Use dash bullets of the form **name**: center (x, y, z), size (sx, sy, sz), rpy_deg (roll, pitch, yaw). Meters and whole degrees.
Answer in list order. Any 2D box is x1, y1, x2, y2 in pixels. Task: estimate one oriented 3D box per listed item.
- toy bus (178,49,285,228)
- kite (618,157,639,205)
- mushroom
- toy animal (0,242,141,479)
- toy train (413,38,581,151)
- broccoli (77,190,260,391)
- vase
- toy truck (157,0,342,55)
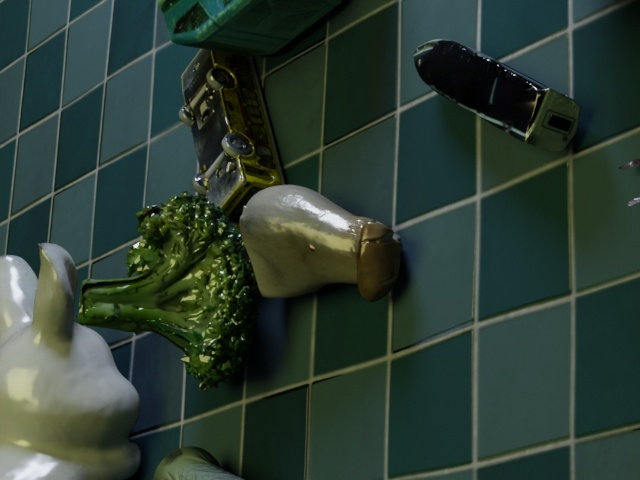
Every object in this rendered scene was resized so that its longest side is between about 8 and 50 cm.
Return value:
- **toy bus**: center (-0.102, -0.118, 2.023), size (0.081, 0.074, 0.226), rpy_deg (-49, 40, 32)
- **kite**: center (0.318, -0.106, 1.443), size (0.229, 0.016, 0.127), rpy_deg (-45, 40, 33)
- **mushroom**: center (0.000, 0.000, 1.816), size (0.225, 0.093, 0.116), rpy_deg (-3, 100, 47)
- **toy animal**: center (-0.327, 0.194, 2.076), size (0.196, 0.241, 0.368), rpy_deg (-9, 70, 53)
- **toy train**: center (0.154, -0.140, 1.675), size (0.252, 0.048, 0.055), rpy_deg (41, 117, 61)
- **broccoli**: center (-0.159, 0.057, 1.906), size (0.194, 0.194, 0.220), rpy_deg (35, 126, 56)
- **vase**: center (-0.092, 0.268, 1.836), size (0.219, 0.096, 0.096), rpy_deg (20, 94, 60)
- **toy truck**: center (-0.053, -0.308, 1.963), size (0.279, 0.155, 0.156), rpy_deg (-31, 62, 47)
